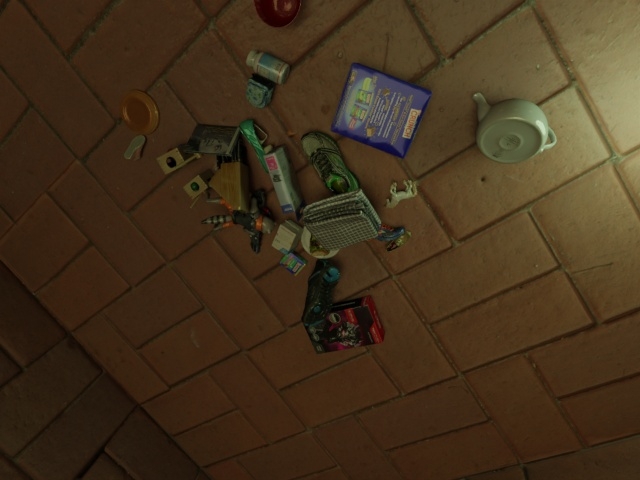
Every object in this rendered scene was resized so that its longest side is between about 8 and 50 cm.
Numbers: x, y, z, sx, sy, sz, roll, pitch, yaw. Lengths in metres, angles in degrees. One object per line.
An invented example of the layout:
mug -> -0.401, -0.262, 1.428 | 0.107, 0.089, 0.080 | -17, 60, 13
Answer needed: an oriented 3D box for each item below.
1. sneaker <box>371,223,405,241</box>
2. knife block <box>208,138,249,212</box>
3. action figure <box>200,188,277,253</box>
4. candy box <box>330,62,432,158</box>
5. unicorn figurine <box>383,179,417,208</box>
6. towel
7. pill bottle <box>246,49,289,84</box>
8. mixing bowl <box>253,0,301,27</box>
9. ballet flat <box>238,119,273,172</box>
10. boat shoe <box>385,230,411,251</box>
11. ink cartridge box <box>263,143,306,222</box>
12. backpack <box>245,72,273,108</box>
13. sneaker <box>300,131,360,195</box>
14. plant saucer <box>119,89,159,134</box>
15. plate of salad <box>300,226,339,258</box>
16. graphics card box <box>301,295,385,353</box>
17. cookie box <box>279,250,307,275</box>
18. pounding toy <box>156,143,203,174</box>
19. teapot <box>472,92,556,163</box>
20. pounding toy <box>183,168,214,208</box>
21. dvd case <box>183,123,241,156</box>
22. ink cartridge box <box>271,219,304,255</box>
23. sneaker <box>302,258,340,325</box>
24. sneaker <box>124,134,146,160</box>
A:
sneaker -> 0.262, -0.046, 1.791 | 0.220, 0.083, 0.087 | -3, 108, 13
knife block -> -0.360, -0.291, 1.772 | 0.275, 0.088, 0.242 | 43, 98, 17
action figure -> -0.366, -0.067, 1.889 | 0.329, 0.179, 0.342 | 8, 118, 14
candy box -> 0.233, -0.501, 1.567 | 0.316, 0.122, 0.269 | 23, 116, 4
unicorn figurine -> 0.332, -0.196, 1.713 | 0.161, 0.060, 0.111 | -7, 111, 18
towel -> 0.093, -0.072, 1.699 | 0.283, 0.122, 0.235 | -14, 142, 22
pill bottle -> -0.210, -0.694, 1.611 | 0.160, 0.087, 0.087 | 27, 118, 1
mixing bowl -> -0.147, -0.889, 1.500 | 0.181, 0.098, 0.182 | 5, 115, 11
ballet flat -> -0.259, -0.415, 1.758 | 0.087, 0.083, 0.248 | -28, 107, 9
boat shoe -> 0.348, 0.011, 1.811 | 0.050, 0.045, 0.135 | 45, 116, -8
ink cartridge box -> -0.146, -0.244, 1.744 | 0.065, 0.186, 0.312 | -14, 110, 17
backpack -> -0.256, -0.602, 1.656 | 0.104, 0.084, 0.114 | 29, 143, 6
sneaker -> 0.043, -0.309, 1.689 | 0.134, 0.146, 0.344 | -37, 100, 26
plant saucer -> -0.835, -0.584, 1.851 | 0.199, 0.037, 0.200 | 5, 115, 11
plate of salad -> 0.000, 0.000, 1.895 | 0.199, 0.048, 0.200 | 6, 115, 13
graphics card box -> 0.112, 0.429, 2.036 | 0.370, 0.094, 0.233 | -15, 110, 21
cookie box -> -0.133, 0.107, 1.981 | 0.107, 0.040, 0.092 | 39, 116, -6
pounding toy -> -0.623, -0.381, 1.806 | 0.205, 0.181, 0.094 | -20, 107, 21
teapot -> 0.696, -0.415, 1.460 | 0.252, 0.187, 0.256 | -2, 142, 35
pounding toy -> -0.559, -0.241, 1.876 | 0.130, 0.141, 0.100 | -31, 104, 25
dvd case -> -0.466, -0.440, 1.760 | 0.220, 0.165, 0.018 | 8, 149, 11
ink cartridge box -> -0.149, -0.022, 1.890 | 0.092, 0.090, 0.143 | 33, 118, 12
sneaker -> -0.009, 0.254, 1.950 | 0.124, 0.139, 0.341 | 11, 109, -33
sneaker -> -0.873, -0.438, 1.925 | 0.050, 0.070, 0.134 | 36, 88, 6
